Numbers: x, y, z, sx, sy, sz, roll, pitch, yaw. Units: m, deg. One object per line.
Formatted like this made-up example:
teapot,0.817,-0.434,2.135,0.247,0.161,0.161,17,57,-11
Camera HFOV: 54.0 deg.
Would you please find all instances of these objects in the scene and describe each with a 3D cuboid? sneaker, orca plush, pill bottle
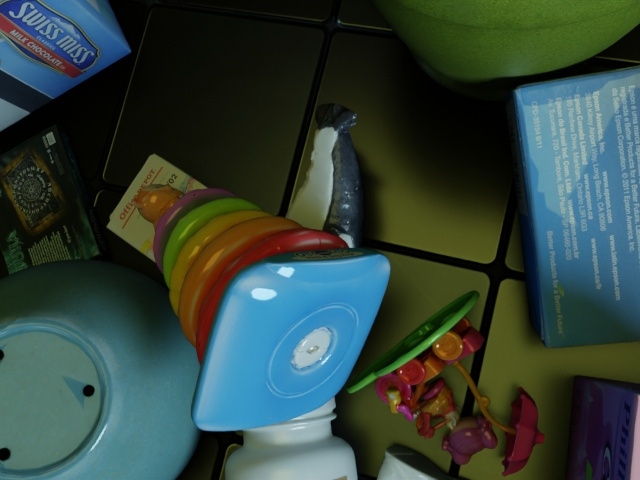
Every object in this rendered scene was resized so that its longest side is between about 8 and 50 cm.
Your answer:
sneaker,0.125,0.268,0.630,0.152,0.054,0.061,25,96,21
orca plush,0.000,0.000,0.681,0.151,0.102,0.287,7,93,39
pill bottle,-0.027,0.254,0.620,0.131,0.131,0.229,-8,79,11

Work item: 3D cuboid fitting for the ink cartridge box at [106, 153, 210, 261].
ink cartridge box,-0.170,-0.026,0.733,0.181,0.061,0.104,32,89,16

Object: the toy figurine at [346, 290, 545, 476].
toy figurine,0.136,0.163,0.621,0.173,0.130,0.159,-41,84,26

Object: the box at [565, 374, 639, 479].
box,0.272,0.228,0.501,0.117,0.243,0.213,7,83,13

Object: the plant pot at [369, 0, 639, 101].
plant pot,0.171,-0.296,0.552,0.367,0.353,0.366,-2,81,12

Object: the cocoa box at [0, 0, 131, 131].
cocoa box,-0.432,-0.355,0.757,0.228,0.231,0.347,-28,76,6

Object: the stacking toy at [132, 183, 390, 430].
stacking toy,-0.094,0.016,0.598,0.302,0.175,0.165,39,120,40

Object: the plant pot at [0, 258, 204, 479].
plant pot,-0.254,0.148,0.607,0.290,0.195,0.290,2,79,-8

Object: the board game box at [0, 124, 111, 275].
board game box,-0.352,-0.037,0.793,0.126,0.026,0.186,-25,77,8

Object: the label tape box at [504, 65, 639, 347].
label tape box,0.355,-0.043,0.572,0.334,0.106,0.240,-7,95,12
